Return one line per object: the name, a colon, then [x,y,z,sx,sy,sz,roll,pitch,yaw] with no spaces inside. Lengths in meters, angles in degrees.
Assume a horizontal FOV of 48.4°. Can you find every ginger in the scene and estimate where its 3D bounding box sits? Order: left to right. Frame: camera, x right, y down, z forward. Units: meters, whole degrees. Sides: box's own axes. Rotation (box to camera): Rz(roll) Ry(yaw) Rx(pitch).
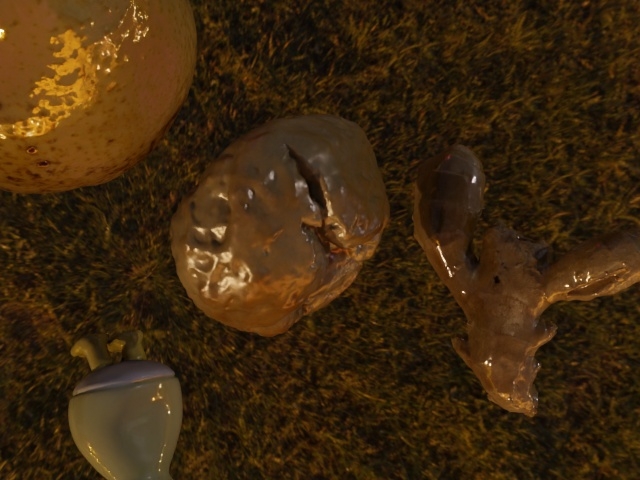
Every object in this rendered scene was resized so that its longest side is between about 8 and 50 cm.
ginger: [0.262,0.068,1.087,0.363,0.122,0.348,27,105,12]

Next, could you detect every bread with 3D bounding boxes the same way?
bread: [-0.029,-0.004,0.683,0.244,0.244,0.134,-44,75,-12]

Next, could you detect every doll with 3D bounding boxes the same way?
doll: [-0.220,0.252,0.831,0.141,0.117,0.296,7,72,-54]

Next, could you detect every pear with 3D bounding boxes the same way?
pear: [-0.144,-0.113,0.353,0.178,0.178,0.177,1,87,-14]
